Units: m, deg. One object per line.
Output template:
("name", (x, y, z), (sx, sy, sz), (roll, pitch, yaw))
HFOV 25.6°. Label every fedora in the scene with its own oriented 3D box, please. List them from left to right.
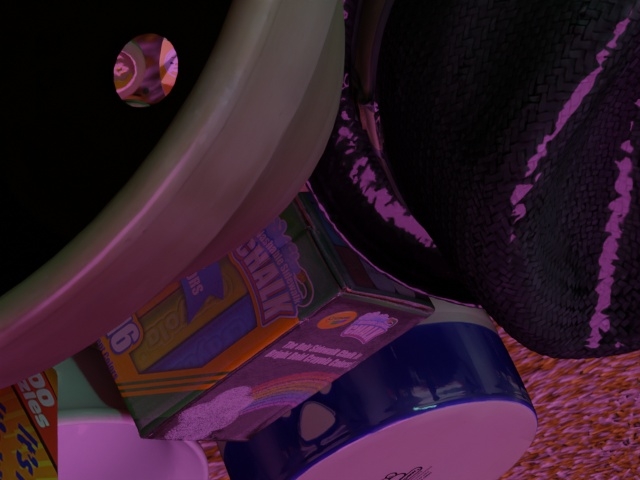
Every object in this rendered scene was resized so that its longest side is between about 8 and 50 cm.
("fedora", (0.136, -0.060, 0.685), (0.334, 0.152, 0.334), (-5, 130, -7))

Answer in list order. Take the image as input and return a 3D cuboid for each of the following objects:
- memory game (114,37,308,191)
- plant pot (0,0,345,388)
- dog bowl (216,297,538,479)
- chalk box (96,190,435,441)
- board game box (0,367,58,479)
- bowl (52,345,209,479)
("memory game", (-0.039, -0.096, 0.754), (0.186, 0.012, 0.186), (-10, 121, -17))
("plant pot", (-0.117, -0.095, 0.532), (0.323, 0.323, 0.280), (-32, 166, 12))
("dog bowl", (0.049, 0.165, 1.213), (0.265, 0.104, 0.265), (-18, 149, -11))
("chalk box", (-0.027, 0.016, 0.882), (0.213, 0.132, 0.132), (-37, 157, 18))
("board game box", (-0.356, 0.167, 0.568), (0.356, 0.356, 0.356), (-33, 126, 15))
("bowl", (-0.234, 0.149, 0.954), (0.298, 0.134, 0.298), (-18, 149, -11))
